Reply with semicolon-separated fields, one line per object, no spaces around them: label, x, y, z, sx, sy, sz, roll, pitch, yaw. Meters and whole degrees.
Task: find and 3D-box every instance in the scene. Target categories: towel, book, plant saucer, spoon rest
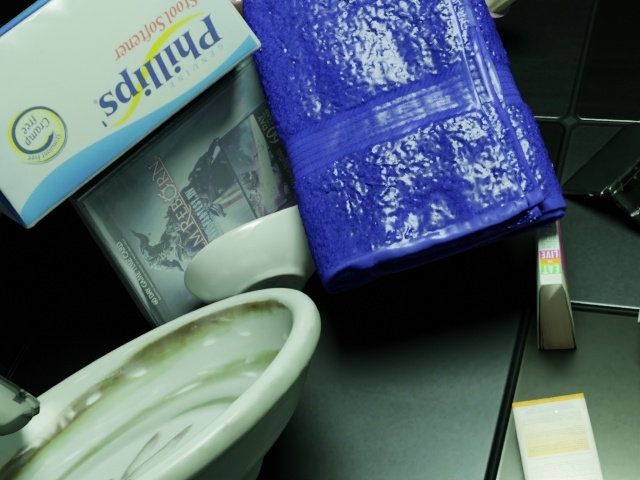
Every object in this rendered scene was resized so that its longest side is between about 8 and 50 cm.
towel;0.065;-0.127;1.005;0.227;0.076;0.308;-19;73;6
book;0.211;0.014;1.024;0.035;0.096;0.144;-4;47;12
plant saucer;-0.159;0.183;0.901;0.400;0.100;0.400;-28;12;7
spoon rest;0.000;0.000;1.086;0.276;0.137;0.084;-15;63;-10

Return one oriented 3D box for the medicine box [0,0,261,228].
medicine box;-0.235;-0.155;1.066;0.263;0.149;0.289;-41;16;-13

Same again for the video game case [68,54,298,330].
video game case;-0.096;-0.053;1.103;0.026;0.196;0.274;20;56;45

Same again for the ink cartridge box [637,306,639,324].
ink cartridge box;0.354;-0.001;0.971;0.072;0.127;0.175;32;53;-14

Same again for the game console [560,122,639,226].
game console;0.325;-0.061;1.120;0.122;0.071;0.107;-42;81;-21

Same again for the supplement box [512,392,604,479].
supplement box;0.196;0.179;0.918;0.062;0.036;0.098;-9;47;8

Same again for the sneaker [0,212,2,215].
sneaker;-0.388;-0.095;1.252;0.268;0.153;0.101;-35;48;-16

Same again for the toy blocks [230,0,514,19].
toy blocks;0.032;-0.249;1.270;0.288;0.309;0.260;-51;11;-28

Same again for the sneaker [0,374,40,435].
sneaker;-0.335;0.158;1.009;0.267;0.101;0.106;-4;52;59
